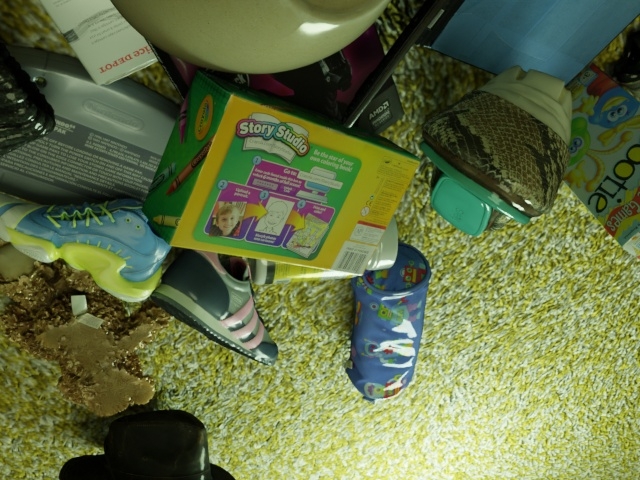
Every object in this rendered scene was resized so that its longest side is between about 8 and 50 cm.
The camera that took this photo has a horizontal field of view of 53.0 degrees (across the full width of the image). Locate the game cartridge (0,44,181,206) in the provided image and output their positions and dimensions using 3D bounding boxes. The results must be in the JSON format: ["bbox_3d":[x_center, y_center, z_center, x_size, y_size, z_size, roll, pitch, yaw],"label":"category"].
[{"bbox_3d":[-0.287,-0.119,0.812,0.294,0.060,0.196,20,125,-30],"label":"game cartridge"}]

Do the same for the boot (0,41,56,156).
[{"bbox_3d":[-0.448,-0.159,0.578,0.260,0.131,0.348,-33,145,3],"label":"boot"}]

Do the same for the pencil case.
[{"bbox_3d":[0.109,0.146,1.110,0.133,0.119,0.306,-3,131,-6],"label":"pencil case"}]

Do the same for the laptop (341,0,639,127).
[{"bbox_3d":[0.272,-0.269,0.665,0.236,0.408,0.382,37,133,-4],"label":"laptop"}]

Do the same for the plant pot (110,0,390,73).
[{"bbox_3d":[-0.030,-0.262,0.521,0.284,0.191,0.283,-17,124,-27],"label":"plant pot"}]

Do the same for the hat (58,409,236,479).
[{"bbox_3d":[-0.282,0.373,1.148,0.332,0.331,0.133,12,84,-25],"label":"hat"}]

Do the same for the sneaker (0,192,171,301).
[{"bbox_3d":[-0.295,-0.022,0.816,0.240,0.091,0.126,34,94,-35],"label":"sneaker"}]

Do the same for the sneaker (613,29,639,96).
[{"bbox_3d":[0.473,-0.279,0.887,0.075,0.063,0.170,6,132,-29],"label":"sneaker"}]

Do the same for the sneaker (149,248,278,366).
[{"bbox_3d":[-0.131,0.104,1.016,0.131,0.112,0.319,-63,151,-16],"label":"sneaker"}]

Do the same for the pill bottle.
[{"bbox_3d":[0.000,0.000,0.951,0.209,0.119,0.119,-4,130,-14],"label":"pill bottle"}]

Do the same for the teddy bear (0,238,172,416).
[{"bbox_3d":[-0.356,0.112,0.969,0.245,0.113,0.338,-31,124,1],"label":"teddy bear"}]

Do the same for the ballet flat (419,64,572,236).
[{"bbox_3d":[0.215,-0.110,0.776,0.182,0.164,0.483,-53,170,4],"label":"ballet flat"}]

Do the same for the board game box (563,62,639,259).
[{"bbox_3d":[0.428,-0.100,0.885,0.142,0.275,0.144,25,118,-32],"label":"board game box"}]

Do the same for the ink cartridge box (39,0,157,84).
[{"bbox_3d":[-0.233,-0.262,0.695,0.109,0.063,0.150,-24,132,3],"label":"ink cartridge box"}]

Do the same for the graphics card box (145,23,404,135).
[{"bbox_3d":[-0.063,-0.231,0.711,0.233,0.094,0.370,-37,134,-11],"label":"graphics card box"}]

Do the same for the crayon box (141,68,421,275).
[{"bbox_3d":[-0.034,-0.063,0.719,0.279,0.081,0.165,12,112,-41],"label":"crayon box"}]
